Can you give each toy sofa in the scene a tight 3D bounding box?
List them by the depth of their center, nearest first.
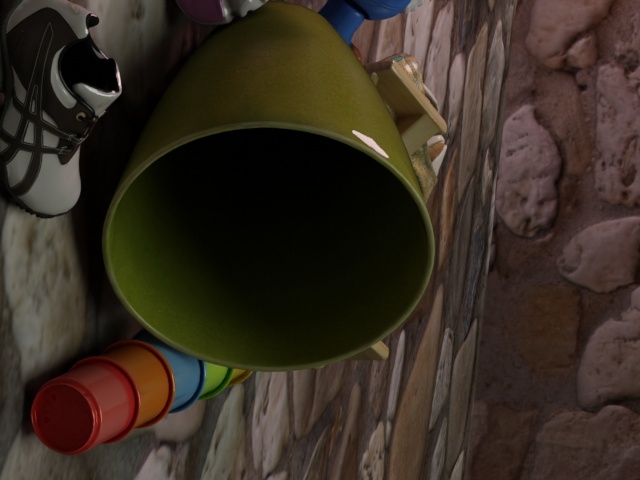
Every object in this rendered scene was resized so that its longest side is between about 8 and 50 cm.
[{"bbox_3d":[0.015,-0.034,1.645,0.150,0.177,0.363,44,54,-42],"label":"toy sofa"}]

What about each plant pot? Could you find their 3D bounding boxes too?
[{"bbox_3d":[-0.044,-0.081,1.206,0.293,0.274,0.275,-91,177,-49],"label":"plant pot"}]

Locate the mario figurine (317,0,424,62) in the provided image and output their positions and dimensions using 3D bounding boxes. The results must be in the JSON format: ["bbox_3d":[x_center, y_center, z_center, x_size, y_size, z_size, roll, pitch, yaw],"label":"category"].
[{"bbox_3d":[0.096,-0.286,1.473,0.320,0.170,0.198,-51,-142,35],"label":"mario figurine"}]

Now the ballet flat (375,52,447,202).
[{"bbox_3d":[0.127,-0.149,1.946,0.348,0.123,0.123,68,34,-57],"label":"ballet flat"}]

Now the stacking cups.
[{"bbox_3d":[-0.146,0.123,1.192,0.316,0.096,0.096,-27,125,-72],"label":"stacking cups"}]

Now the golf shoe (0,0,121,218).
[{"bbox_3d":[-0.184,-0.087,0.942,0.198,0.094,0.077,85,20,-46],"label":"golf shoe"}]

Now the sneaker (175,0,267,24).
[{"bbox_3d":[-0.022,-0.271,1.224,0.104,0.236,0.095,-86,158,-76],"label":"sneaker"}]
